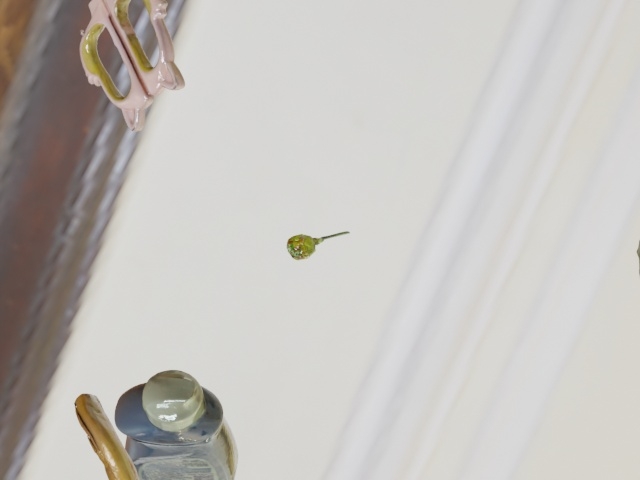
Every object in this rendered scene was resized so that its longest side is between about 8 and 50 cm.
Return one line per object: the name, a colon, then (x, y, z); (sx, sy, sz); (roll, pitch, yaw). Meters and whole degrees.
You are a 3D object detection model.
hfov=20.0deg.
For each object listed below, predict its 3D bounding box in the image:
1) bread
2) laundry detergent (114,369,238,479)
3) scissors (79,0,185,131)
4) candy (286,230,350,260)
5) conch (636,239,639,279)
bread: (-0.169, 0.173, 1.469); (0.024, 0.110, 0.110); (-28, 154, -10)
laundry detergent: (-0.178, 0.233, 2.236); (0.290, 0.143, 0.094); (90, 12, -62)
scissors: (-0.248, -0.281, 2.052); (0.024, 0.317, 0.160); (-9, 156, -47)
candy: (0.000, 0.000, 2.405); (0.035, 0.035, 0.123); (-27, 175, 39)
conch: (0.348, -0.034, 1.265); (0.249, 0.197, 0.368); (-30, 139, -3)
